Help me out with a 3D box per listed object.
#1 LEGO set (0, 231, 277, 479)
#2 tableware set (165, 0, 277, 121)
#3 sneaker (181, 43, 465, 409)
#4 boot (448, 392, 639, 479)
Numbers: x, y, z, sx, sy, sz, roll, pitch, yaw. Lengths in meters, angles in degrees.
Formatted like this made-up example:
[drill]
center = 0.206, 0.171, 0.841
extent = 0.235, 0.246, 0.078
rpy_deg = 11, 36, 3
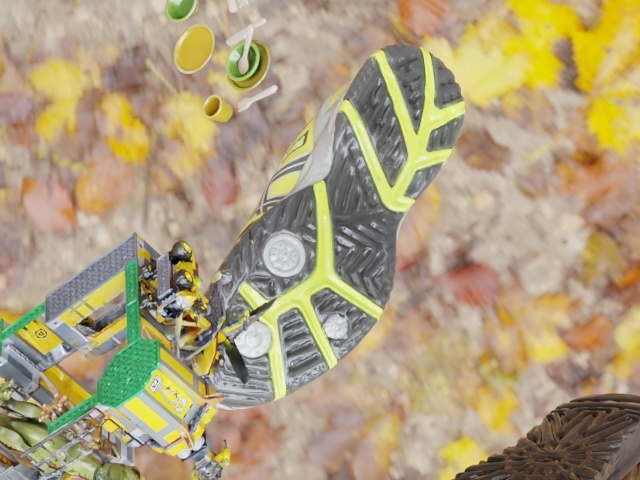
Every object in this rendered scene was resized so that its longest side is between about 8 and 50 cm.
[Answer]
[LEGO set]
center = -0.169, 0.164, 1.543
extent = 0.331, 0.255, 0.192
rpy_deg = -39, 122, 12
[tableware set]
center = -0.095, -0.176, 1.758
extent = 0.104, 0.154, 0.024
rpy_deg = -27, 150, 28
[sneaker]
center = 0.000, 0.000, 1.785
extent = 0.145, 0.147, 0.384
rpy_deg = 39, 66, -8
[boot]
center = 0.225, 0.315, 1.776
extent = 0.348, 0.131, 0.260
rpy_deg = -27, 113, -47
